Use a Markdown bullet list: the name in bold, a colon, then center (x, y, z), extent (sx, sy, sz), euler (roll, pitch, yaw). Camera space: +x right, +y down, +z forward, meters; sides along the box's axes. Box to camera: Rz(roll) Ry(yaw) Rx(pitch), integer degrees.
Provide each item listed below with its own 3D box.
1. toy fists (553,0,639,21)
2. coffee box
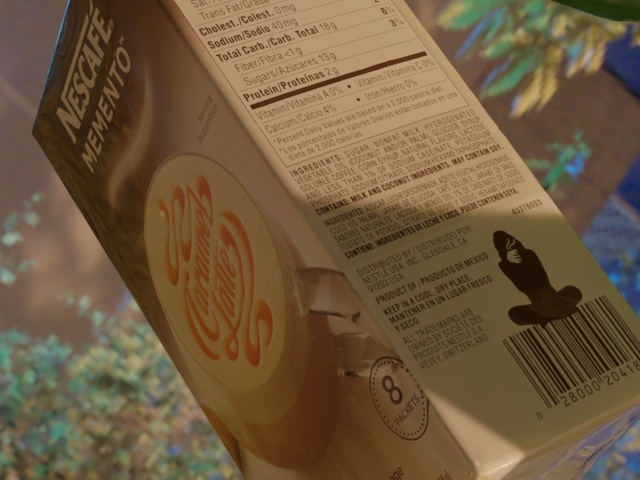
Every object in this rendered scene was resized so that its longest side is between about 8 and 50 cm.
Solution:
- **toy fists**: center (0.170, -0.126, 0.480), extent (0.279, 0.142, 0.096), euler (21, -41, 39)
- **coffee box**: center (0.000, 0.000, 0.610), extent (0.246, 0.098, 0.141), euler (56, -35, 21)
